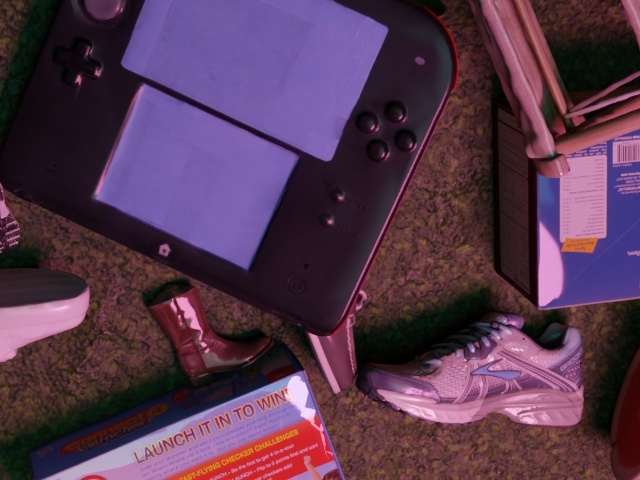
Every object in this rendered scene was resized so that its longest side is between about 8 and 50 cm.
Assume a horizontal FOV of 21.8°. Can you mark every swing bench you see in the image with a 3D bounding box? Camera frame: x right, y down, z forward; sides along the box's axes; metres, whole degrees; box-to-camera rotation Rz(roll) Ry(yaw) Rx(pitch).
[{"bbox_3d":[0.264,-0.229,1.579,0.255,0.165,0.253,-24,101,-1],"label":"swing bench"}]

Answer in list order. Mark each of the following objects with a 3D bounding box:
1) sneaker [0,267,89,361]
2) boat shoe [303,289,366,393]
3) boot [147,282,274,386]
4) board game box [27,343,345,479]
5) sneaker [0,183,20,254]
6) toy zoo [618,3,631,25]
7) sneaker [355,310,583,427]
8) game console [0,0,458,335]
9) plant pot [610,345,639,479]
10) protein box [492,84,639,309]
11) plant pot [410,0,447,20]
[{"bbox_3d":[-0.369,0.129,1.684,0.293,0.108,0.169,-8,110,-1],"label":"sneaker"},{"bbox_3d":[0.000,0.000,1.728,0.096,0.112,0.335,-19,107,-3],"label":"boat shoe"},{"bbox_3d":[-0.117,0.087,1.768,0.106,0.037,0.114,-26,107,-8],"label":"boot"},{"bbox_3d":[-0.119,0.312,1.807,0.308,0.086,0.302,-22,110,-7],"label":"board game box"},{"bbox_3d":[-0.331,-0.032,1.672,0.040,0.043,0.109,-18,132,-16],"label":"sneaker"},{"bbox_3d":[0.434,-0.245,1.770,0.293,0.030,0.192,45,71,-22],"label":"toy zoo"},{"bbox_3d":[0.166,0.132,1.818,0.283,0.110,0.122,3,99,-29],"label":"sneaker"},{"bbox_3d":[-0.091,-0.129,1.624,0.387,0.060,0.342,25,99,3],"label":"game console"},{"bbox_3d":[0.471,0.214,1.847,0.243,0.275,0.275,17,102,-7],"label":"plant pot"},{"bbox_3d":[0.300,-0.050,1.775,0.200,0.136,0.201,-7,108,-13],"label":"protein box"},{"bbox_3d":[0.084,-0.206,1.709,0.083,0.083,0.079,-2,118,-14],"label":"plant pot"}]
